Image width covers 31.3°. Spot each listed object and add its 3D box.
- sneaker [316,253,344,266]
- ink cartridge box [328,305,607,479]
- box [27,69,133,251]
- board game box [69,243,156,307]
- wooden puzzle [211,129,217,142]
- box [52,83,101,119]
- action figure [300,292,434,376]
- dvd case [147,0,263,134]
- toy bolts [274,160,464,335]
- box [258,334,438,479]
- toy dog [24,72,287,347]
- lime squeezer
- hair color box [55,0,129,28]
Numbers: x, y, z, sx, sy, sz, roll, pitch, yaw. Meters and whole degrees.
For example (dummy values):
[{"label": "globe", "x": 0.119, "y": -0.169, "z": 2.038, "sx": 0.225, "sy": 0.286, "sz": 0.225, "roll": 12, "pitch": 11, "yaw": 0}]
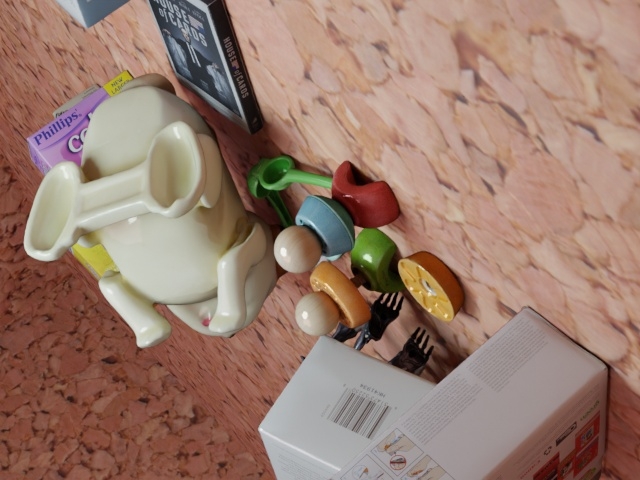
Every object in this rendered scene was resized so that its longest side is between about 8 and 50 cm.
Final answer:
[{"label": "sneaker", "x": 0.000, "y": 0.000, "z": 1.688, "sx": 0.069, "sy": 0.038, "sz": 0.098, "roll": 54, "pitch": 153, "yaw": -3}, {"label": "ink cartridge box", "x": 0.184, "y": 0.278, "z": 1.327, "sx": 0.130, "sy": 0.309, "sz": 0.272, "roll": 39, "pitch": 158, "yaw": 35}, {"label": "box", "x": -0.347, "y": -0.130, "z": 1.988, "sx": 0.243, "sy": 0.213, "sz": 0.117, "roll": 50, "pitch": 163, "yaw": 7}, {"label": "board game box", "x": -0.353, "y": -0.029, "z": 2.157, "sx": 0.316, "sy": 0.242, "sz": 0.064, "roll": 41, "pitch": 158, "yaw": 28}, {"label": "wooden puzzle", "x": -0.193, "y": -0.175, "z": 1.852, "sx": 0.078, "sy": 0.014, "sz": 0.116, "roll": 39, "pitch": 159, "yaw": 21}, {"label": "box", "x": -0.378, "y": -0.170, "z": 2.157, "sx": 0.275, "sy": 0.113, "sz": 0.094, "roll": 40, "pitch": 158, "yaw": 28}, {"label": "action figure", "x": 0.076, "y": 0.182, "z": 1.698, "sx": 0.164, "sy": 0.141, "sz": 0.275, "roll": 47, "pitch": 147, "yaw": 5}, {"label": "dvd case", "x": -0.167, "y": -0.272, "z": 1.570, "sx": 0.179, "sy": 0.029, "sz": 0.238, "roll": 38, "pitch": 159, "yaw": 35}, {"label": "toy bolts", "x": 0.045, "y": 0.041, "z": 1.450, "sx": 0.218, "sy": 0.158, "sz": 0.228, "roll": 30, "pitch": 153, "yaw": 49}, {"label": "box", "x": 0.073, "y": 0.321, "z": 1.581, "sx": 0.215, "sy": 0.168, "sz": 0.345, "roll": 22, "pitch": 148, "yaw": 24}, {"label": "toy dog", "x": -0.217, "y": -0.013, "z": 1.742, "sx": 0.408, "sy": 0.285, "sz": 0.395, "roll": 54, "pitch": -163, "yaw": -45}, {"label": "lime squeezer", "x": -0.053, "y": -0.073, "z": 1.637, "sx": 0.110, "sy": 0.059, "sz": 0.310, "roll": 52, "pitch": 162, "yaw": -2}, {"label": "hair color box", "x": -0.421, "y": -0.486, "z": 1.630, "sx": 0.374, "sy": 0.113, "sz": 0.185, "roll": 41, "pitch": 160, "yaw": 26}]
